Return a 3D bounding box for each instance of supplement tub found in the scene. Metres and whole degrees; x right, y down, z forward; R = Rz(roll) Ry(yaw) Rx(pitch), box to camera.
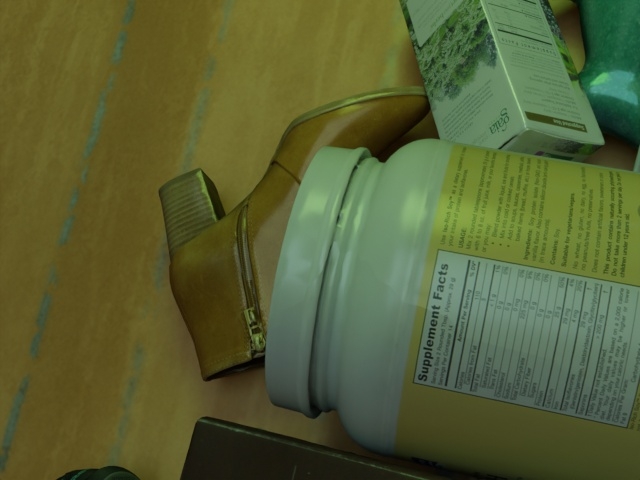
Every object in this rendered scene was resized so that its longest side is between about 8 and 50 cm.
[{"bbox_3d":[0.147,0.057,0.648,0.331,0.241,0.241,10,76,11],"label":"supplement tub"}]

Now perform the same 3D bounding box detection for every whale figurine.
[{"bbox_3d":[0.290,-0.220,0.772,0.216,0.141,0.272,22,83,21],"label":"whale figurine"}]

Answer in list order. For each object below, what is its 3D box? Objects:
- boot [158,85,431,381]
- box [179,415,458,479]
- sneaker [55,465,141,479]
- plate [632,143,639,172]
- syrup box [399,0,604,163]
[{"bbox_3d":[-0.001,0.000,0.821,0.295,0.104,0.211,-23,75,9],"label":"boot"},{"bbox_3d":[0.095,0.237,0.617,0.381,0.191,0.143,9,76,31],"label":"box"},{"bbox_3d":[-0.218,0.335,0.782,0.106,0.101,0.267,-5,69,37],"label":"sneaker"},{"bbox_3d":[0.402,-0.113,0.698,0.277,0.045,0.278,10,101,10],"label":"plate"},{"bbox_3d":[0.154,-0.160,0.789,0.093,0.096,0.236,-45,49,46],"label":"syrup box"}]
